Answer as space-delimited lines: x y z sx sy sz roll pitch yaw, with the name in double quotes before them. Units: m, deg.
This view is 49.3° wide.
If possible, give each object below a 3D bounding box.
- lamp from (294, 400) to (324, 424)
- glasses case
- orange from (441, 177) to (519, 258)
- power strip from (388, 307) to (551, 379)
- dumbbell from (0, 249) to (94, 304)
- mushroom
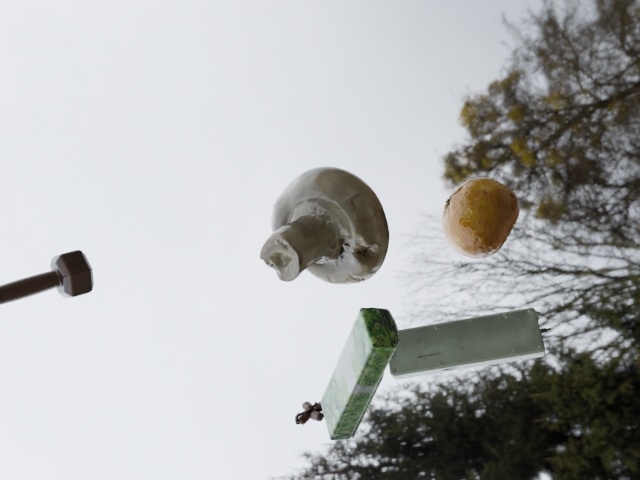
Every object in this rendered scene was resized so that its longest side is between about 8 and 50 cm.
"lamp" -0.011 0.383 1.556 0.031 0.083 0.063 65 -148 -31
"glasses case" 0.071 0.249 1.280 0.062 0.272 0.095 3 -139 -19
"orange" 0.424 -0.061 1.859 0.193 0.219 0.219 45 -141 8
"power strip" 0.321 0.227 1.533 0.043 0.368 0.106 58 -156 -60
"dumbbell" -0.511 0.082 1.199 0.231 0.092 0.081 -18 -86 -38
"mushroom" 0.000 0.000 1.546 0.292 0.293 0.290 56 -137 -13
